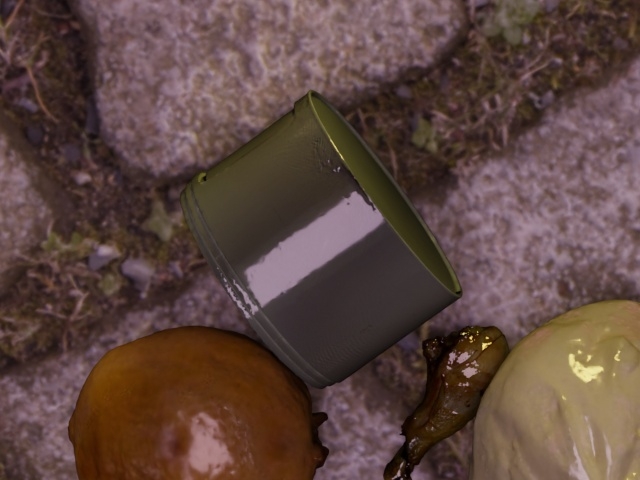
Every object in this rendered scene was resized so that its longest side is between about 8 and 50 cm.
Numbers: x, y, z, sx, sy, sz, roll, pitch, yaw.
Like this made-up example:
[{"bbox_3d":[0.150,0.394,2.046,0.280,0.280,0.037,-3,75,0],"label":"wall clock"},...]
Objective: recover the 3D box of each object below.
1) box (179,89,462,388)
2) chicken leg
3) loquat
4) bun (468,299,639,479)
[{"bbox_3d":[0.000,0.000,1.646,0.149,0.226,0.226,-36,91,9],"label":"box"},{"bbox_3d":[0.109,0.150,1.731,0.070,0.093,0.178,15,111,-37],"label":"chicken leg"},{"bbox_3d":[-0.114,0.188,1.697,0.238,0.193,0.238,0,89,5],"label":"loquat"},{"bbox_3d":[0.290,0.228,1.643,0.361,0.213,0.361,0,94,6],"label":"bun"}]
